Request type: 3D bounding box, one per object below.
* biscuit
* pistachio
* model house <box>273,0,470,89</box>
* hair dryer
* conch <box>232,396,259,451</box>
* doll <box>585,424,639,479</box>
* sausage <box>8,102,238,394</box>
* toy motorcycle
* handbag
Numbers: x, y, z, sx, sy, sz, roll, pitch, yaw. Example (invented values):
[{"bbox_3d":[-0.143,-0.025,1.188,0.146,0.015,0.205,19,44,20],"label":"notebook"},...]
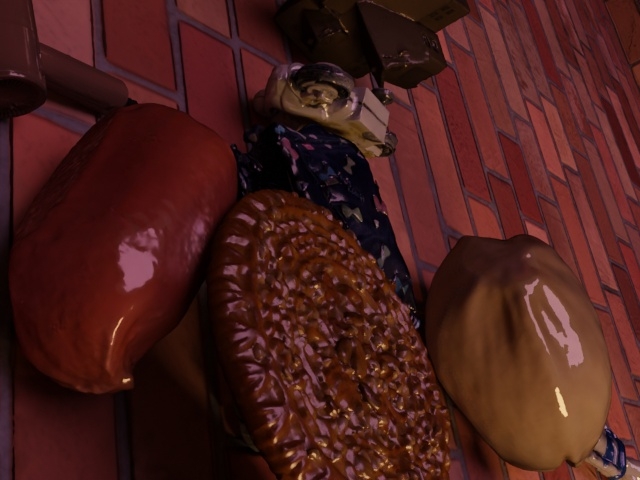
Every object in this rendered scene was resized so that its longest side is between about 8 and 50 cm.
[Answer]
[{"bbox_3d":[0.022,0.091,0.670,0.305,0.038,0.305,44,29,-33],"label":"biscuit"},{"bbox_3d":[0.242,0.145,1.038,0.331,0.208,0.226,64,-12,-9],"label":"pistachio"},{"bbox_3d":[0.056,-0.299,1.070,0.243,0.211,0.204,1,64,-60],"label":"model house"},{"bbox_3d":[-0.224,-0.146,0.720,0.182,0.064,0.117,22,48,-56],"label":"hair dryer"},{"bbox_3d":[-0.039,0.150,0.759,0.085,0.057,0.076,-5,84,-55],"label":"conch"},{"bbox_3d":[0.422,0.313,1.286,0.227,0.057,0.114,42,30,-14],"label":"doll"},{"bbox_3d":[-0.144,-0.009,0.647,0.148,0.148,0.254,47,35,-23],"label":"sausage"},{"bbox_3d":[0.000,-0.145,0.967,0.229,0.151,0.074,34,64,-64],"label":"toy motorcycle"},{"bbox_3d":[0.000,0.000,0.869,0.162,0.113,0.260,-2,70,-58],"label":"handbag"}]
